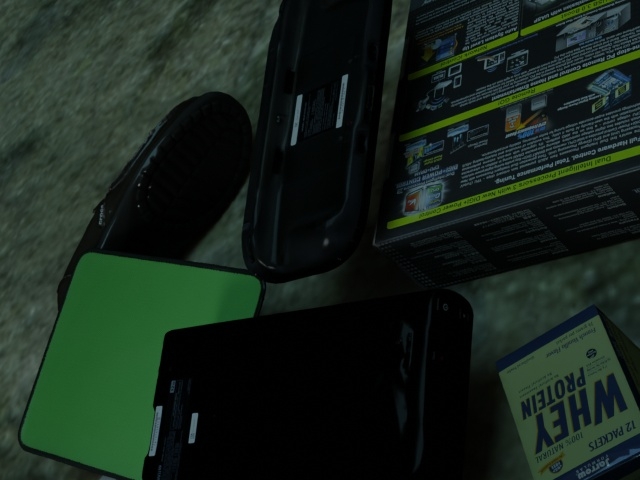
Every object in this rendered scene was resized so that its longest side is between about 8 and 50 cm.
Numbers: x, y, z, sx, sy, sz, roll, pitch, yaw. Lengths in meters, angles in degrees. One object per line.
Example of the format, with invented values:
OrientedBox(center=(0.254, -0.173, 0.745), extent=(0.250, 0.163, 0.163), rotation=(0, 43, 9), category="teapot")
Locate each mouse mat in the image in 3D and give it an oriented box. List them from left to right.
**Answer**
OrientedBox(center=(-0.123, 0.083, 0.812), extent=(0.190, 0.007, 0.152), rotation=(7, 75, 39), category="mouse mat")

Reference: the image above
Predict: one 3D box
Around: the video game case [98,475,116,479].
OrientedBox(center=(-0.114, 0.224, 0.747), extent=(0.183, 0.023, 0.201), rotation=(-52, 38, -1), category="video game case")

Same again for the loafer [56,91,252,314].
OrientedBox(center=(-0.138, -0.025, 0.927), extent=(0.220, 0.080, 0.078), rotation=(-54, 38, -4), category="loafer")

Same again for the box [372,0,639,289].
OrientedBox(center=(0.165, -0.102, 0.703), extent=(0.270, 0.060, 0.216), rotation=(-18, 49, 36), category="box")

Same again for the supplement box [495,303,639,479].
OrientedBox(center=(0.134, 0.091, 0.556), extent=(0.056, 0.083, 0.083), rotation=(-34, 41, 20), category="supplement box")

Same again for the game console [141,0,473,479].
OrientedBox(center=(0.000, 0.000, 0.709), extent=(0.213, 0.044, 0.361), rotation=(-11, 65, 41), category="game console")
